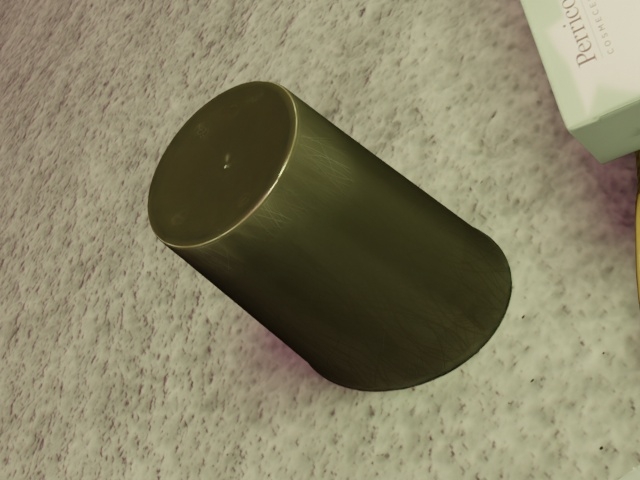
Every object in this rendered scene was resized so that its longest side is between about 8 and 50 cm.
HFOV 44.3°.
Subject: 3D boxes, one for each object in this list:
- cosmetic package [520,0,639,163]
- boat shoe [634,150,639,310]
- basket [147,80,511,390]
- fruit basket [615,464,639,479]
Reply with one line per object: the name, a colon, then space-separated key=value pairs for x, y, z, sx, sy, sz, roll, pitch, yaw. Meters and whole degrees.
cosmetic package: x=0.227 y=-0.272 z=0.449 sx=0.285 sy=0.097 sz=0.377 roll=-21 pitch=71 yaw=25
boat shoe: x=0.256 y=-0.054 z=0.503 sx=0.096 sy=0.098 sz=0.277 roll=-9 pitch=65 yaw=33
basket: x=0.000 y=0.000 z=0.578 sx=0.204 sy=0.227 sz=0.154 roll=-12 pitch=55 yaw=33
fruit basket: x=0.233 y=0.230 z=0.316 sx=0.327 sy=0.165 sz=0.353 roll=-37 pitch=29 yaw=14
